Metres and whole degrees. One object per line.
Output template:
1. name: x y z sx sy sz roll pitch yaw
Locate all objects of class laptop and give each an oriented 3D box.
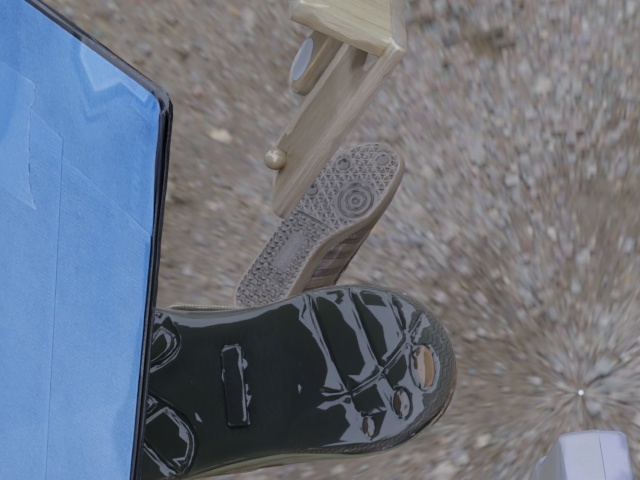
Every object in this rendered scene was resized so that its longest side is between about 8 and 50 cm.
1. laptop: -0.295 0.026 0.907 0.408 0.236 0.382 1 125 -11

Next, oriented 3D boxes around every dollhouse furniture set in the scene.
1. dollhouse furniture set: -0.055 -0.124 0.976 0.151 0.144 0.123 21 129 -19

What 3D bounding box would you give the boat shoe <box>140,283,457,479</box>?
1. boat shoe: -0.074 0.095 1.161 0.324 0.120 0.123 -2 82 12

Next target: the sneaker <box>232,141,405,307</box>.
1. sneaker: 0.000 0.000 1.573 0.066 0.071 0.188 40 84 24

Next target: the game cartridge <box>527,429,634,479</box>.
1. game cartridge: 0.160 0.290 1.291 0.068 0.355 0.230 3 63 -6
